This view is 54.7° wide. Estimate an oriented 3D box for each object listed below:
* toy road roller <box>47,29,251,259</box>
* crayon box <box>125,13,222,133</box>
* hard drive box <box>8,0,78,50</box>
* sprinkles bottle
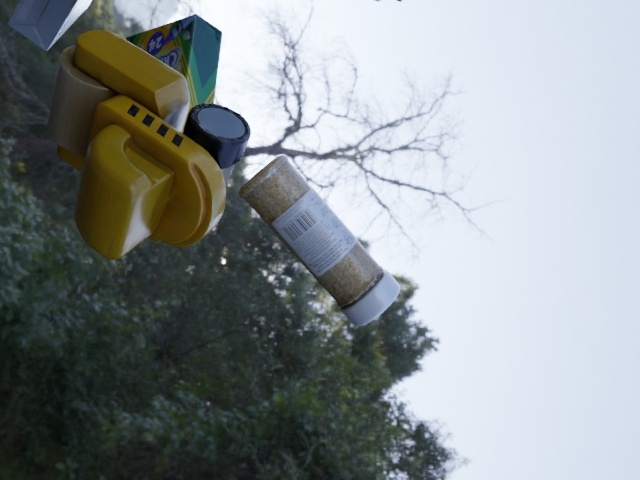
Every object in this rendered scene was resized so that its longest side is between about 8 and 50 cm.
[{"bbox_3d":[-0.281,-0.122,0.878,0.202,0.329,0.240,-60,174,37],"label":"toy road roller"},{"bbox_3d":[-0.305,-0.254,1.201,0.203,0.083,0.323,-3,-103,34],"label":"crayon box"},{"bbox_3d":[-0.523,-0.529,1.280,0.181,0.089,0.232,-38,-151,33],"label":"hard drive box"},{"bbox_3d":[0.000,0.000,1.205,0.121,0.355,0.121,-40,-173,6],"label":"sprinkles bottle"}]
